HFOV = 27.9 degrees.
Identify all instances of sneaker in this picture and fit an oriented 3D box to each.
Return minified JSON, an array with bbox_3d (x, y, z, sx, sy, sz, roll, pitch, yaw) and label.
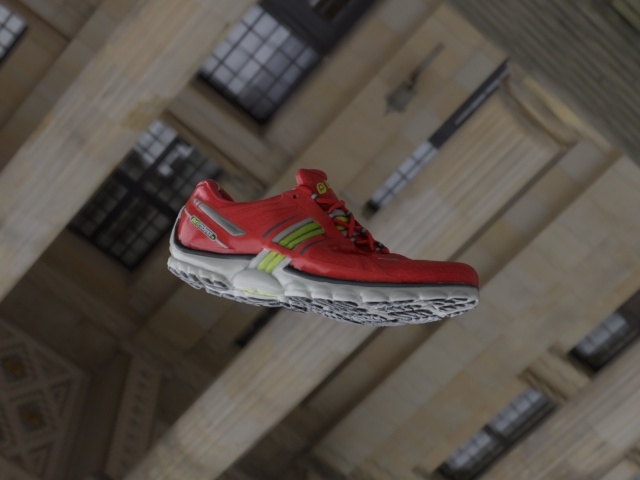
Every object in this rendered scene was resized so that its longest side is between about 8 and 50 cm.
[{"bbox_3d":[0.000,0.000,1.070,0.279,0.118,0.107,10,170,21],"label":"sneaker"}]
